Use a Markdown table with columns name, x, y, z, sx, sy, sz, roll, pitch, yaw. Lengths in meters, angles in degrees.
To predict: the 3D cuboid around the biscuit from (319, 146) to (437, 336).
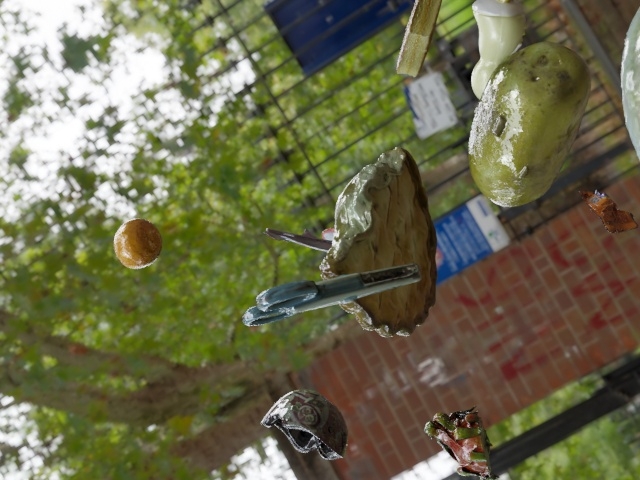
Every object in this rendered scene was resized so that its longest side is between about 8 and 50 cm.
| name | x | y | z | sx | sy | sz | roll | pitch | yaw |
| --- | --- | --- | --- | --- | --- | --- | --- | --- | --- |
| biscuit | 0.095 | 0.005 | 1.692 | 0.335 | 0.078 | 0.329 | -6 | -94 | -55 |

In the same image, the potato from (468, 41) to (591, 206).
| name | x | y | z | sx | sy | sz | roll | pitch | yaw |
| --- | --- | --- | --- | --- | --- | --- | --- | --- | --- |
| potato | 0.292 | -0.164 | 1.427 | 0.228 | 0.148 | 0.197 | 86 | -157 | -60 |

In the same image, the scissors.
| name | x | y | z | sx | sy | sz | roll | pitch | yaw |
| --- | --- | --- | --- | --- | --- | --- | --- | --- | --- |
| scissors | 0.027 | 0.074 | 1.478 | 0.041 | 0.289 | 0.138 | 68 | 152 | 18 |

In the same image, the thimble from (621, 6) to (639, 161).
| name | x | y | z | sx | sy | sz | roll | pitch | yaw |
| --- | --- | --- | --- | --- | --- | --- | --- | --- | --- |
| thimble | 0.425 | -0.144 | 0.955 | 0.271 | 0.150 | 0.271 | 6 | -101 | -34 |

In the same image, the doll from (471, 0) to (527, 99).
| name | x | y | z | sx | sy | sz | roll | pitch | yaw |
| --- | --- | --- | --- | --- | --- | --- | --- | --- | --- |
| doll | 0.388 | -0.422 | 2.177 | 0.141 | 0.117 | 0.296 | -87 | -6 | -62 |

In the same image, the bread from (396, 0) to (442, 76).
| name | x | y | z | sx | sy | sz | roll | pitch | yaw |
| --- | --- | --- | --- | --- | --- | --- | --- | --- | --- |
| bread | 0.131 | -0.278 | 1.317 | 0.094 | 0.035 | 0.090 | 106 | 180 | -63 |

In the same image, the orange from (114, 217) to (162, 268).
| name | x | y | z | sx | sy | sz | roll | pitch | yaw |
| --- | --- | --- | --- | --- | --- | --- | --- | --- | --- |
| orange | -0.294 | 0.005 | 1.608 | 0.083 | 0.070 | 0.083 | 33 | -129 | -53 |

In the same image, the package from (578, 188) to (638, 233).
| name | x | y | z | sx | sy | sz | roll | pitch | yaw |
| --- | --- | --- | --- | --- | --- | --- | --- | --- | --- |
| package | 0.499 | -0.055 | 1.747 | 0.077 | 0.033 | 0.110 | 11 | -147 | -40 |

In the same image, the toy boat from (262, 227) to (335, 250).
| name | x | y | z | sx | sy | sz | roll | pitch | yaw |
| --- | --- | --- | --- | --- | --- | --- | --- | --- | --- |
| toy boat | 0.027 | 0.010 | 2.362 | 0.219 | 0.072 | 0.318 | 23 | -172 | 30 |

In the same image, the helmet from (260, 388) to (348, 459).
| name | x | y | z | sx | sy | sz | roll | pitch | yaw |
| --- | --- | --- | --- | --- | --- | --- | --- | --- | --- |
| helmet | -0.016 | 0.347 | 1.941 | 0.153 | 0.177 | 0.107 | 47 | -120 | -37 |

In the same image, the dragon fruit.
| name | x | y | z | sx | sy | sz | roll | pitch | yaw |
| --- | --- | --- | --- | --- | --- | --- | --- | --- | --- |
| dragon fruit | 0.302 | 0.415 | 2.080 | 0.138 | 0.175 | 0.142 | 70 | -141 | -69 |
